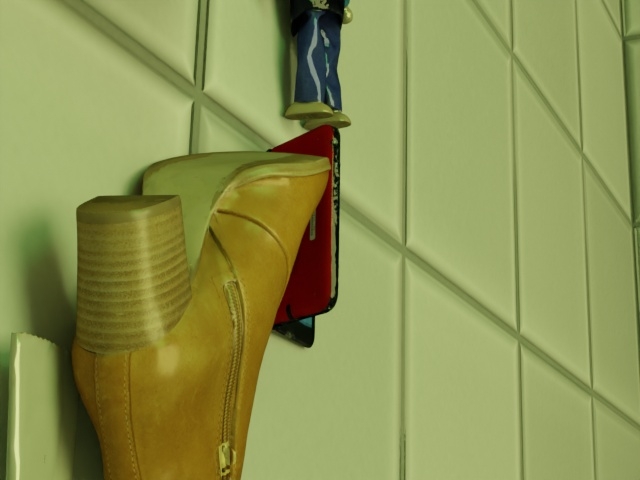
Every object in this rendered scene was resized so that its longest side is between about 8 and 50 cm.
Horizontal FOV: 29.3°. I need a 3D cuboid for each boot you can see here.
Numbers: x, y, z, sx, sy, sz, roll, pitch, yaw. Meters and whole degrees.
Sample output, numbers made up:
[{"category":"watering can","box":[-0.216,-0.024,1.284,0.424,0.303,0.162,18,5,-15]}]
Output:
[{"category":"boot","box":[-0.068,0.058,0.781,0.295,0.104,0.211,-33,122,-65]}]

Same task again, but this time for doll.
[{"category":"doll","box":[-0.006,-0.192,1.019,0.129,0.046,0.188,18,68,-65]}]

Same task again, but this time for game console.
[{"category":"game console","box":[0.000,0.000,0.942,0.085,0.124,0.144,13,69,-36]}]

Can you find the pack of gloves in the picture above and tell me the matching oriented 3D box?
[{"category":"pack of gloves","box":[-0.176,0.154,0.583,0.195,0.046,0.232,54,35,-71]}]
